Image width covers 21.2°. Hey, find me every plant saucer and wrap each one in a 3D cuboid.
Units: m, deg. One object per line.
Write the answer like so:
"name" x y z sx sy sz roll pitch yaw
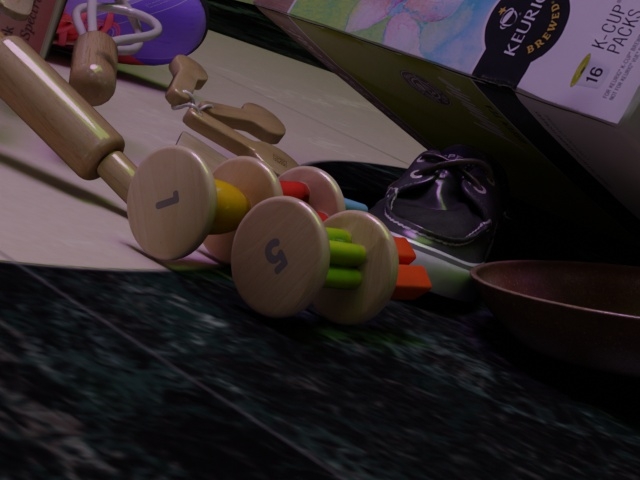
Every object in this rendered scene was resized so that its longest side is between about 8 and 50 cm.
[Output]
"plant saucer" 0.173 0.042 0.867 0.199 0.036 0.198 6 8 -1

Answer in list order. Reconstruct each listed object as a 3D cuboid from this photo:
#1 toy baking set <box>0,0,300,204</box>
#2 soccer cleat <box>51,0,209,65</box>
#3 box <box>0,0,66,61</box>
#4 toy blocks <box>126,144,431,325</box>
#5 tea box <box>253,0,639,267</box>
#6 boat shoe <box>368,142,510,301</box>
"toy baking set" -0.114 -0.088 0.940 0.256 0.030 0.197 42 22 12
"soccer cleat" -0.234 -0.186 1.267 0.318 0.108 0.116 19 32 -19
"box" -0.268 -0.199 1.077 0.232 0.148 0.127 18 12 -9
"toy blocks" 0.000 0.000 0.808 0.123 0.054 0.148 26 12 35
"tea box" 0.198 -0.126 1.096 0.323 0.220 0.329 24 -8 45
"boat shoe" 0.073 -0.019 0.977 0.080 0.076 0.228 22 10 12
